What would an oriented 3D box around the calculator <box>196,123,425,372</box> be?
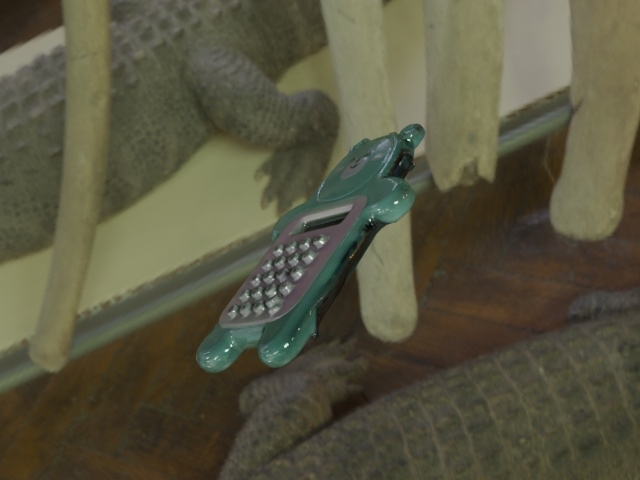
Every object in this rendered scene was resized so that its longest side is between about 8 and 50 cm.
[{"bbox_3d":[0.000,0.000,0.457,0.094,0.019,0.141,-14,34,53],"label":"calculator"}]
